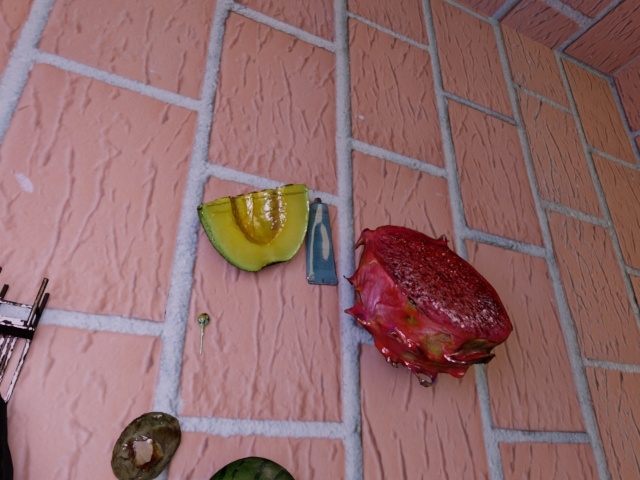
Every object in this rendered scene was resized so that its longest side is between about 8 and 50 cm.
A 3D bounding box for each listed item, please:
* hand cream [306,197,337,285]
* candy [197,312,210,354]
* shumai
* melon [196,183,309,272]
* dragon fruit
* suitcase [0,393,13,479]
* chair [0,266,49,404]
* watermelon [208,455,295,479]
[{"bbox_3d":[0.000,0.000,1.113,0.083,0.048,0.224,6,71,-26],"label":"hand cream"},{"bbox_3d":[-0.238,0.188,0.906,0.023,0.025,0.083,-2,75,1],"label":"candy"},{"bbox_3d":[-0.290,0.346,0.758,0.099,0.087,0.124,38,54,-6],"label":"shumai"},{"bbox_3d":[-0.151,-0.022,0.998,0.265,0.129,0.170,-16,98,-36],"label":"melon"},{"bbox_3d":[0.216,0.148,1.020,0.386,0.249,0.371,32,28,3],"label":"dragon fruit"},{"bbox_3d":[-0.574,0.330,0.539,0.334,0.152,0.230,-6,53,-30],"label":"suitcase"},{"bbox_3d":[-0.512,0.163,0.716,0.084,0.101,0.213,17,59,-21],"label":"chair"},{"bbox_3d":[-0.113,0.460,0.745,0.187,0.215,0.188,-4,73,13],"label":"watermelon"}]
